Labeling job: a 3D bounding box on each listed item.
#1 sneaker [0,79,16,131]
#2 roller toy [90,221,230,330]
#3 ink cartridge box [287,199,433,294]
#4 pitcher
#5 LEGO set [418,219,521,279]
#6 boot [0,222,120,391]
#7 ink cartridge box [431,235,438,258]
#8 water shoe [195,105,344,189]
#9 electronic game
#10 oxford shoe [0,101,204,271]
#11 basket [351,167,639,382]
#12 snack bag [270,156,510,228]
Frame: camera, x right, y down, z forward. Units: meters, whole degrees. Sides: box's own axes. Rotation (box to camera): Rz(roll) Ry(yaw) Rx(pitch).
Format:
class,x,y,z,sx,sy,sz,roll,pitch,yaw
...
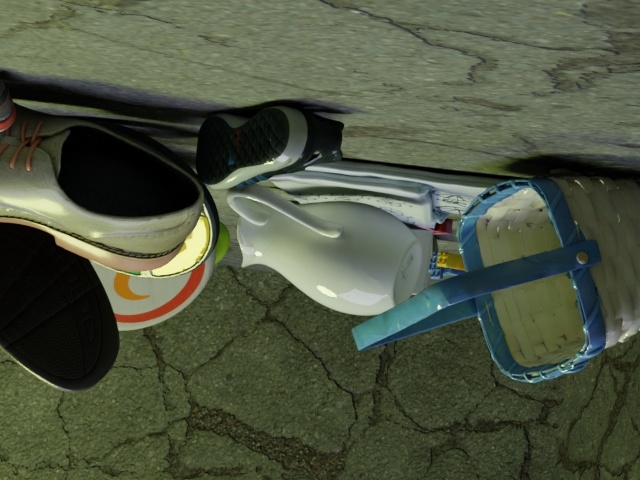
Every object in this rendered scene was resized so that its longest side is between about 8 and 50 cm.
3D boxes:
class,x,y,z,sx,sy,sz,roll,pitch,yaw
sneaker,-0.351,-0.140,1.465,0.158,0.061,0.065,6,151,-10
roller toy,-0.236,-0.003,1.964,0.209,0.191,0.146,35,-162,-48
ink cartridge box,0.024,0.006,2.106,0.153,0.087,0.208,2,-170,-31
pitcher,0.000,0.000,1.837,0.207,0.125,0.178,17,163,21
LEGO set,0.183,0.008,2.189,0.093,0.087,0.227,10,174,-36
boot,-0.385,0.027,1.863,0.377,0.138,0.284,45,163,-2
ink cartridge box,0.066,0.016,2.526,0.225,0.056,0.181,-3,175,7
water shoe,-0.049,-0.081,1.516,0.080,0.073,0.203,7,177,-28
electronic game,-0.217,-0.042,1.765,0.229,0.048,0.229,14,140,12
oxford shoe,-0.297,-0.087,1.551,0.397,0.140,0.146,14,158,-17
basket,0.195,0.043,1.630,0.289,0.201,0.255,-19,175,-25
snack bag,0.125,-0.047,1.903,0.343,0.037,0.323,6,175,6
